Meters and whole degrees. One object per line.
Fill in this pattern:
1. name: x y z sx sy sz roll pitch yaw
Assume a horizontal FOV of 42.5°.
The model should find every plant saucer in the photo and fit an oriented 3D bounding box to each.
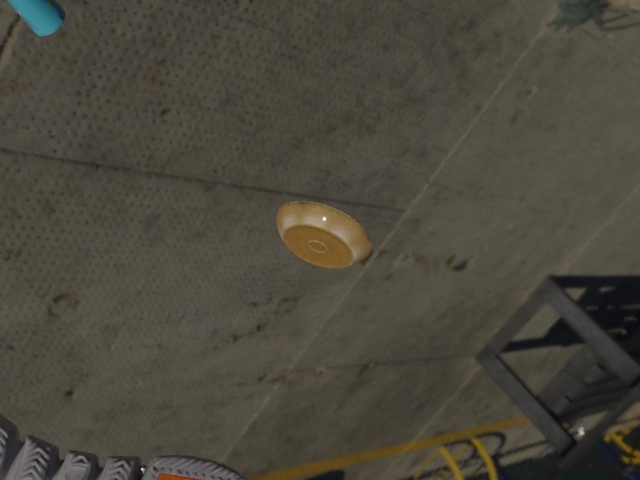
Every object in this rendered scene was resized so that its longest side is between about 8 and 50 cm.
1. plant saucer: 0.000 0.000 0.664 0.083 0.083 0.015 80 28 -55

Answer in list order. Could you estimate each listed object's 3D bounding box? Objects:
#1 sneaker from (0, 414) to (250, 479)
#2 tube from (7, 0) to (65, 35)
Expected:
1. sneaker: -0.193 0.210 0.526 0.124 0.321 0.180 -72 174 -49
2. tube: -0.417 -0.355 1.080 0.052 0.080 0.207 -35 146 2
